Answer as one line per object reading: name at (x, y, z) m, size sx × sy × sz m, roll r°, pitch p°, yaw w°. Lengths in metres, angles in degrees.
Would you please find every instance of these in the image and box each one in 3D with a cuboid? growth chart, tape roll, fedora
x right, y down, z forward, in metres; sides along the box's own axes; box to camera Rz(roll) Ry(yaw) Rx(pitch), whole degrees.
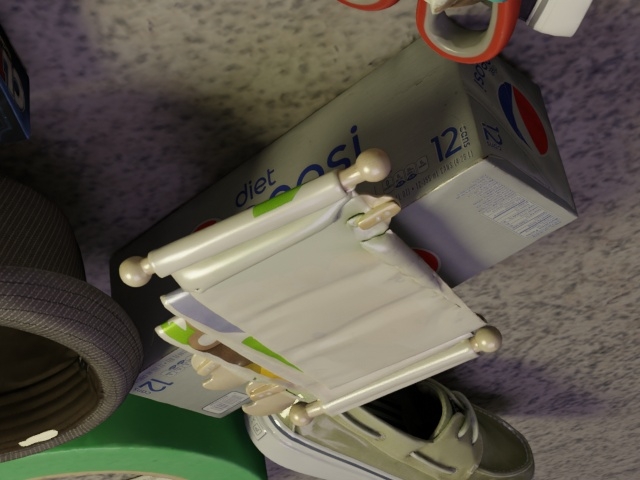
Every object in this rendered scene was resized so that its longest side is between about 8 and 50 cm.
growth chart at (-0.001, 0.043, 0.628) m, size 0.172 × 0.021 × 0.237 m, roll -20°, pitch 146°, yaw 17°
tape roll at (-0.206, 0.203, 0.965) m, size 0.321 × 0.077 × 0.321 m, roll -8°, pitch 150°, yaw -5°
fedora at (-0.239, 0.038, 0.633) m, size 0.276 × 0.124 × 0.243 m, roll -5°, pitch 149°, yaw -10°

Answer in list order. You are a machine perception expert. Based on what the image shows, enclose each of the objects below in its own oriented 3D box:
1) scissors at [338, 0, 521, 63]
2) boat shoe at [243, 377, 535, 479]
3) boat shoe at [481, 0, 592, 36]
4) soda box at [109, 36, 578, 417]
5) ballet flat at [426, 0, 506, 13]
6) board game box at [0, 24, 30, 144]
scissors at (0.028, -0.176, 0.422) m, size 0.109 × 0.021 × 0.297 m, roll 26°, pitch 153°, yaw 21°
boat shoe at (0.081, 0.163, 0.961) m, size 0.302 × 0.109 × 0.094 m, roll 17°, pitch 137°, yaw -34°
boat shoe at (0.097, -0.173, 0.453) m, size 0.076 × 0.080 × 0.228 m, roll 16°, pitch 152°, yaw 3°
soda box at (0.000, 0.000, 0.673) m, size 0.286 × 0.098 × 0.091 m, roll -33°, pitch 141°, yaw 31°
ballet flat at (0.027, -0.243, 0.262) m, size 0.147 × 0.147 × 0.408 m, roll -7°, pitch 142°, yaw -7°
board game box at (-0.271, -0.085, 0.502) m, size 0.243 × 0.042 × 0.165 m, roll -11°, pitch 149°, yaw 0°
